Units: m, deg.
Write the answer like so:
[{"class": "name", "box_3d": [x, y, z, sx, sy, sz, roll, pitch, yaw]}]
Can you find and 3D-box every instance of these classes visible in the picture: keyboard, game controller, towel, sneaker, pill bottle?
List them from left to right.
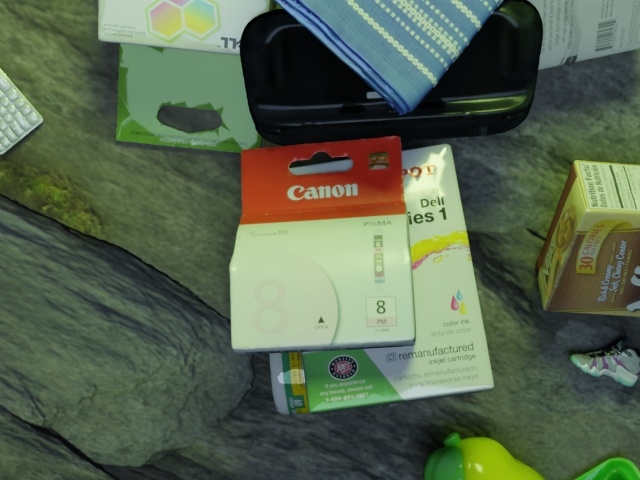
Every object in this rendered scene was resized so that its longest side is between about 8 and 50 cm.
[{"class": "keyboard", "box_3d": [-0.442, -0.223, 0.978, 0.072, 0.014, 0.256, -36, 104, 11]}, {"class": "pill bottle", "box_3d": [0.045, 0.154, 1.038, 0.208, 0.117, 0.118, -5, 108, 2]}, {"class": "game controller", "box_3d": [0.076, -0.179, 0.885, 0.319, 0.067, 0.167, -3, 128, 2]}, {"class": "towel", "box_3d": [0.097, -0.317, 0.774, 0.243, 0.040, 0.336, 40, 84, -14]}, {"class": "sneaker", "box_3d": [0.380, 0.146, 1.077, 0.098, 0.038, 0.069, 17, 106, -15]}]

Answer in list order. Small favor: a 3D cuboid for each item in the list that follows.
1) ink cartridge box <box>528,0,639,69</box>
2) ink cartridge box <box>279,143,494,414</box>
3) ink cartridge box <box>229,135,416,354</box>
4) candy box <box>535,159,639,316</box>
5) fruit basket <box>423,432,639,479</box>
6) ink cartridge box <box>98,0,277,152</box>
[{"class": "ink cartridge box", "box_3d": [0.266, -0.268, 0.892, 0.190, 0.082, 0.140, -10, 140, 5]}, {"class": "ink cartridge box", "box_3d": [0.070, 0.046, 0.940, 0.201, 0.117, 0.278, -8, 76, 3]}, {"class": "ink cartridge box", "box_3d": [0.000, 0.000, 0.870, 0.189, 0.066, 0.232, -4, 81, 7]}, {"class": "candy box", "box_3d": [0.434, 0.008, 0.967, 0.316, 0.088, 0.183, 3, 137, -1]}, {"class": "fruit basket", "box_3d": [0.279, 0.431, 1.066, 0.391, 0.283, 0.392, -5, 122, -8]}, {"class": "ink cartridge box", "box_3d": [-0.149, -0.222, 0.932, 0.188, 0.097, 0.255, 5, 107, -2]}]
